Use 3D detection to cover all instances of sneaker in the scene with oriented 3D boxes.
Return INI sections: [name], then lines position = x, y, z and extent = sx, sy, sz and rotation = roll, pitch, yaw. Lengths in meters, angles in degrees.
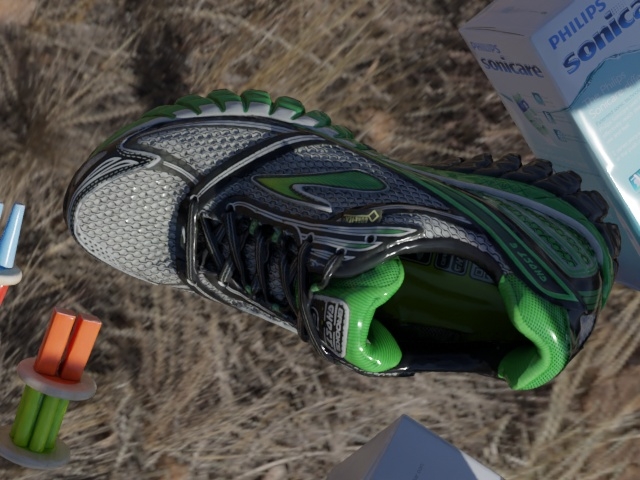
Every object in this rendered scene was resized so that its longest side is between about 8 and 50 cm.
[sneaker]
position = 0.000, 0.000, 0.775
extent = 0.343, 0.134, 0.146
rotation = 8, 29, 16

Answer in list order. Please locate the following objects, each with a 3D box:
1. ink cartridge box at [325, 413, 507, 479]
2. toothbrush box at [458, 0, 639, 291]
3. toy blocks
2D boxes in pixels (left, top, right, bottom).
[ink cartridge box]
position = 0.132, 0.306, 1.189
extent = 0.289, 0.211, 0.121
rotation = 34, 59, -3
[toothbrush box]
position = 0.294, -0.125, 1.127
extent = 0.216, 0.126, 0.295
rotation = -41, 114, -10
[toy blocks]
position = -0.193, 0.055, 0.830
extent = 0.123, 0.054, 0.148
rotation = 22, 102, 12
